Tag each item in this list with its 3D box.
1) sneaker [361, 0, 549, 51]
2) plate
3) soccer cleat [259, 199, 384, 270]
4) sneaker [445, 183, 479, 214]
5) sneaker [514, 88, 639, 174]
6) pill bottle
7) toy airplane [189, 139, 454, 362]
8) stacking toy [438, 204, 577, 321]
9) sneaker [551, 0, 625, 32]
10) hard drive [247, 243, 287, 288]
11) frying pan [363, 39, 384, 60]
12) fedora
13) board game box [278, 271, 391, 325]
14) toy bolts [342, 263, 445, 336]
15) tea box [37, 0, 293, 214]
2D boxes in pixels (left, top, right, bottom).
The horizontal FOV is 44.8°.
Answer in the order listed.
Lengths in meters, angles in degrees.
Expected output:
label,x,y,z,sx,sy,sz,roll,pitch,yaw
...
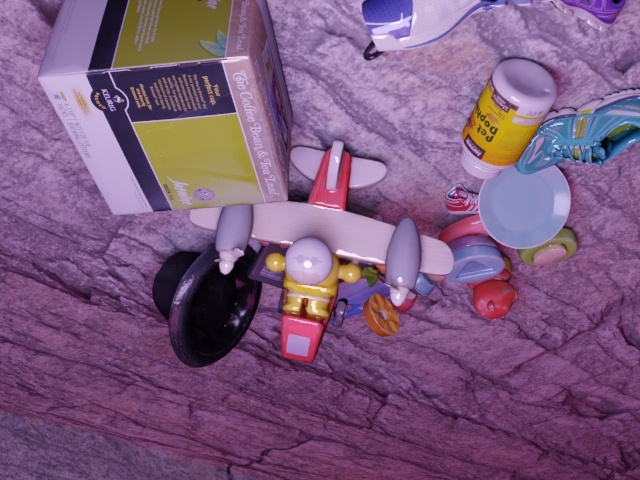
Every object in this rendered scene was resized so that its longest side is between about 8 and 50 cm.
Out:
label,x,y,z,sx,sy,sz,roll,pitch,yaw
sneaker,0.196,-0.400,1.067,0.315,0.127,0.182,-18,133,10
plate,0.405,-0.077,1.554,0.188,0.024,0.188,-1,101,-3
soccer cleat,-0.023,-0.043,1.642,0.331,0.116,0.143,16,101,3
sneaker,0.316,-0.087,1.607,0.118,0.042,0.067,-8,146,15
sneaker,0.478,-0.184,1.416,0.275,0.110,0.107,-22,138,29
pill bottle,0.324,-0.208,1.381,0.117,0.117,0.215,8,142,-9
toy airplane,0.000,0.000,1.449,0.386,0.272,0.384,-33,93,10
stacking toy,0.417,0.056,1.691,0.279,0.130,0.309,-18,148,22
sneaker,0.400,-0.386,1.201,0.170,0.068,0.071,14,127,-30
hard drive,-0.095,0.039,1.759,0.094,0.022,0.135,20,114,-23
frying pan,0.210,-0.390,1.191,0.197,0.053,0.326,12,142,-13
fedora,-0.277,0.126,1.787,0.152,0.334,0.334,25,152,26
board game box,0.048,0.147,1.943,0.281,0.027,0.145,-24,135,30
toy bolts,0.194,0.094,1.745,0.158,0.218,0.228,-35,149,30
tea box,-0.228,-0.232,1.280,0.323,0.220,0.329,-3,144,7
